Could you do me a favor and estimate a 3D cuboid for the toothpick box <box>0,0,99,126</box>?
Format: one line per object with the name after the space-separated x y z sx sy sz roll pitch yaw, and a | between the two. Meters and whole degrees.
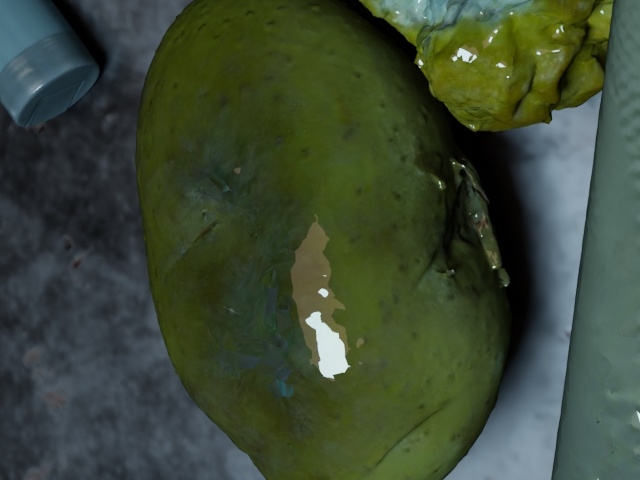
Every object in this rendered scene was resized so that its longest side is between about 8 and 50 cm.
-0.155 -0.105 0.952 0.052 0.052 0.083 -41 78 26 | toothpick box

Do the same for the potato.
0.000 0.000 0.846 0.169 0.143 0.248 -26 78 32 | potato

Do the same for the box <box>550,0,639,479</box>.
0.215 -0.095 0.607 0.177 0.352 0.343 14 107 24 | box

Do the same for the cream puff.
0.084 -0.118 0.795 0.156 0.121 0.156 3 94 53 | cream puff
